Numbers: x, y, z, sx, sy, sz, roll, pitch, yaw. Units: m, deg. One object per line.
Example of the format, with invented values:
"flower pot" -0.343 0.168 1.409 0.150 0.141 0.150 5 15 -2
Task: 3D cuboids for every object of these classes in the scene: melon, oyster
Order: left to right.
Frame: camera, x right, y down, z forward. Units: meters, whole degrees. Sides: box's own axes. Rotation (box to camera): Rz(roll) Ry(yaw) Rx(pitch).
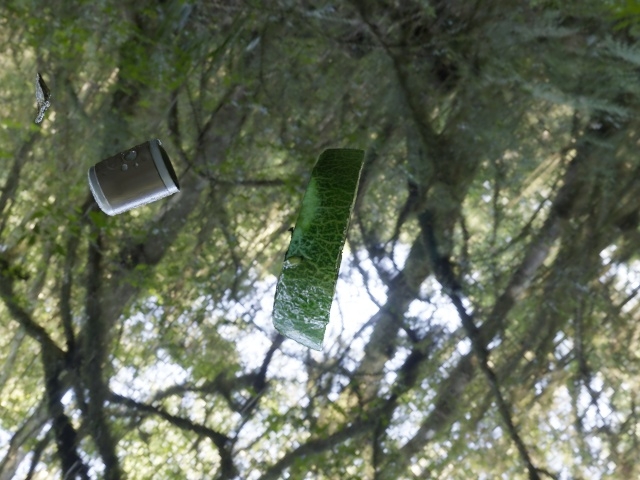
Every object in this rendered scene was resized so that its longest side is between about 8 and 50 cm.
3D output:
"oyster" -0.373 -0.189 1.044 0.019 0.083 0.054 -2 -111 -26
"melon" 0.000 0.000 0.817 0.064 0.209 0.118 12 157 7

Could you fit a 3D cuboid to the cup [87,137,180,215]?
"cup" -0.246 -0.091 1.007 0.074 0.099 0.102 70 177 -57
